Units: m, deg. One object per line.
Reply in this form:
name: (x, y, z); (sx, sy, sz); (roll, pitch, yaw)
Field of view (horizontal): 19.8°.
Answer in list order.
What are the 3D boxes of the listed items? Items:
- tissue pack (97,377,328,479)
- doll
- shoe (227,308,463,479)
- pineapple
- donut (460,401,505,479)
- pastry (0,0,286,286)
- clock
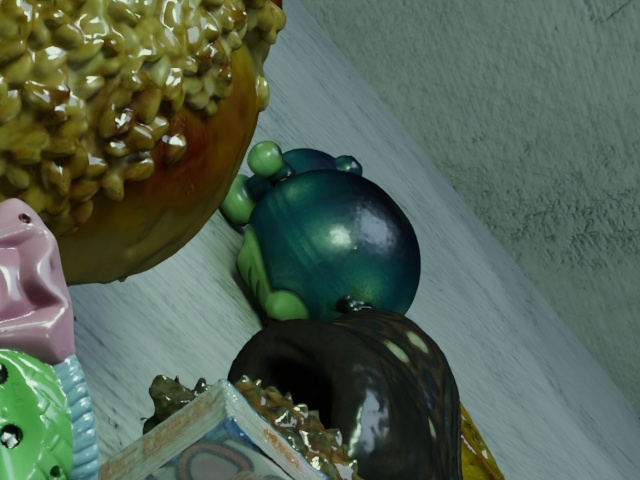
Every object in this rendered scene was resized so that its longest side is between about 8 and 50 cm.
tissue pack: (-0.084, 0.180, 1.210); (0.115, 0.155, 0.065); (47, 13, -27)
doll: (0.001, 0.000, 2.000); (0.198, 0.186, 0.322); (45, 11, -35)
shoe: (0.017, 0.156, 1.636); (0.237, 0.171, 0.384); (52, 19, -30)
pineapple: (-0.058, 0.173, 1.337); (0.193, 0.166, 0.166); (50, 12, -6)
donut: (0.156, 0.242, 2.221); (0.178, 0.065, 0.162); (59, 8, 29)
pastry: (-0.186, -0.170, 1.281); (0.410, 0.245, 0.409); (6, 81, -39)
clock: (-0.229, 0.071, 0.993); (0.195, 0.100, 0.194); (-2, 70, -37)
